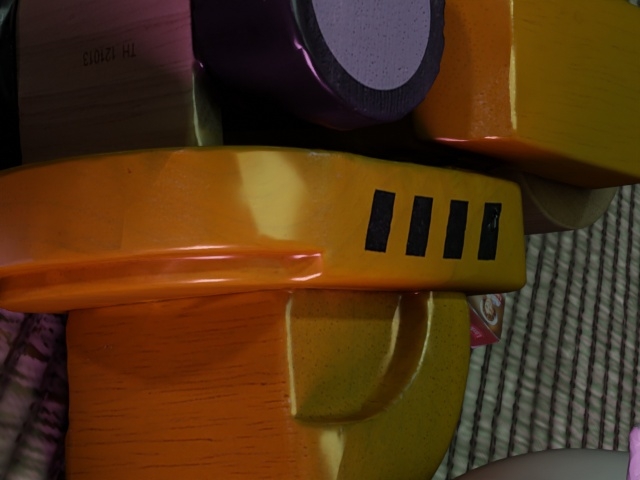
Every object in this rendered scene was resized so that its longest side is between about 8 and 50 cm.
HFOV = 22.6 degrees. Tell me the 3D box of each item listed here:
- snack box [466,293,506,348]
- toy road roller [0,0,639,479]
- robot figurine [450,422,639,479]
[{"bbox_3d":[0.055,-0.016,0.937,0.178,0.022,0.064,49,35,-31],"label":"snack box"},{"bbox_3d":[0.000,0.000,0.681,0.329,0.202,0.241,6,81,-52],"label":"toy road roller"},{"bbox_3d":[0.082,0.226,0.575,0.300,0.199,0.354,2,110,-61],"label":"robot figurine"}]
